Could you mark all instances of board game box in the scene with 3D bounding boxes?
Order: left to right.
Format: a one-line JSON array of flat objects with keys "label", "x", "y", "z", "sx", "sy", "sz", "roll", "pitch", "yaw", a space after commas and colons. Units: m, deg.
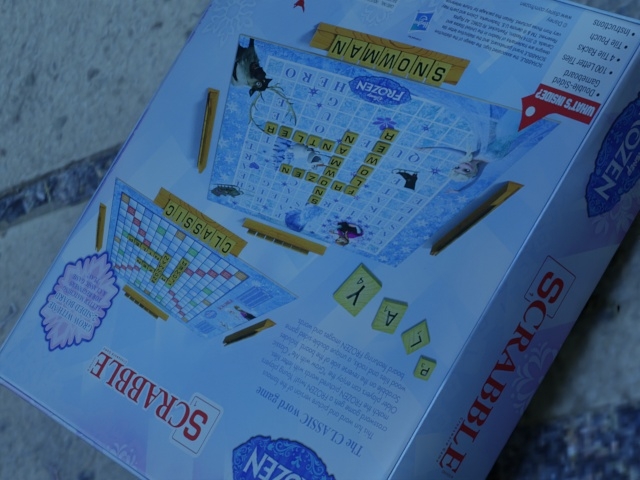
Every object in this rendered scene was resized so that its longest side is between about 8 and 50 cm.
[{"label": "board game box", "x": 0.000, "y": 0.000, "z": 1.038, "sx": 0.318, "sy": 0.066, "sz": 0.318, "roll": 26, "pitch": 83, "yaw": 48}]
